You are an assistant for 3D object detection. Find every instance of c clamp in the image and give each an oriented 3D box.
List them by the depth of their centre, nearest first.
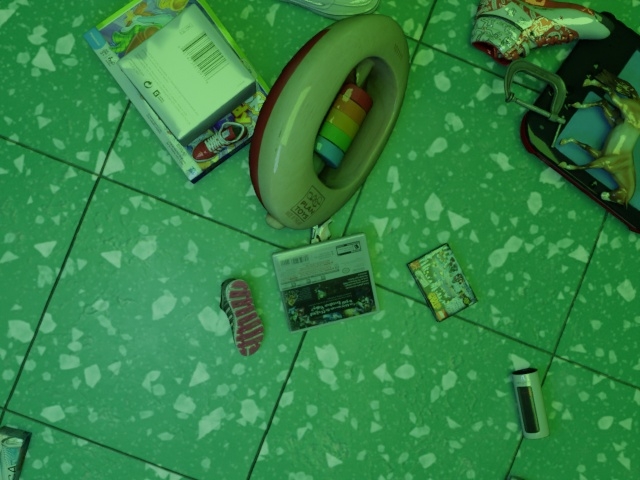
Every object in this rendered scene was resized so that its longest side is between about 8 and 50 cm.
[{"bbox_3d":[0.428,-0.282,1.500,0.160,0.022,0.137,26,83,-13],"label":"c clamp"}]

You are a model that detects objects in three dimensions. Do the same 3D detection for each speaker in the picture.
[{"bbox_3d":[0.429,0.331,1.541,0.055,0.055,0.136,-11,90,-4],"label":"speaker"}]

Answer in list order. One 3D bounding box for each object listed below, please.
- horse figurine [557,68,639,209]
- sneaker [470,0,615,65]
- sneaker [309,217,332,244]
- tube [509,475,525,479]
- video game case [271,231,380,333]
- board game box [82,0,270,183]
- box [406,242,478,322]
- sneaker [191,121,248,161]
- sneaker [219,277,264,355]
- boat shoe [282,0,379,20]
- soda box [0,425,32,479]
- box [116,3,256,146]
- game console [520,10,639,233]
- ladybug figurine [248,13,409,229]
[{"bbox_3d":[0.574,-0.213,1.498,0.174,0.066,0.263,17,86,-3],"label":"horse figurine"},{"bbox_3d":[0.440,-0.411,1.525,0.270,0.090,0.145,20,88,7],"label":"sneaker"},{"bbox_3d":[0.000,0.000,1.522,0.043,0.040,0.109,8,89,-6],"label":"sneaker"},{"bbox_3d":[0.370,0.602,1.534,0.070,0.062,0.240,27,93,37],"label":"tube"},{"bbox_3d":[0.012,0.085,1.510,0.190,0.022,0.173,-13,106,-4],"label":"video game case"},{"bbox_3d":[-0.263,-0.321,1.489,0.233,0.078,0.347,-37,92,-4],"label":"board game box"},{"bbox_3d":[0.249,0.086,1.545,0.094,0.027,0.137,-29,92,-3],"label":"box"},{"bbox_3d":[-0.191,-0.187,1.419,0.118,0.067,0.042,-30,91,-4],"label":"sneaker"},{"bbox_3d":[-0.161,0.147,1.503,0.063,0.075,0.170,-20,114,-21],"label":"sneaker"},{"bbox_3d":[-0.005,-0.504,1.505,0.258,0.084,0.095,7,89,-4],"label":"boat shoe"},{"bbox_3d":[-0.622,0.460,1.465,0.063,0.058,0.183,15,89,-3],"label":"soda box"},{"bbox_3d":[-0.242,-0.299,1.390,0.182,0.119,0.181,-39,92,-3],"label":"box"},{"bbox_3d":[0.639,-0.235,1.561,0.386,0.060,0.342,37,87,-3],"label":"game console"},{"bbox_3d":[0.003,-0.227,1.425,0.162,0.305,0.449,25,79,35],"label":"ladybug figurine"}]
